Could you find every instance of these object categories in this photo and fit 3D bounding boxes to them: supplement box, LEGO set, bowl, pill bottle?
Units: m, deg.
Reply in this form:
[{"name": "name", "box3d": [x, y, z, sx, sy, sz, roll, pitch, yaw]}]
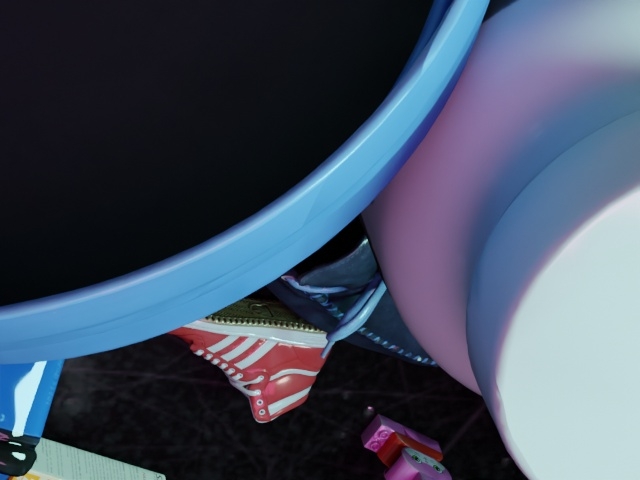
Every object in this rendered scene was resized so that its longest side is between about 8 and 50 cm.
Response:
[{"name": "supplement box", "box3d": [-0.146, 0.157, 1.086, 0.098, 0.036, 0.062, 20, 116, -23]}, {"name": "LEGO set", "box3d": [0.109, 0.207, 1.139, 0.227, 0.093, 0.087, 28, 112, -26]}, {"name": "bowl", "box3d": [-0.115, -0.132, 0.725, 0.391, 0.391, 0.077, -20, 153, 1]}, {"name": "pill bottle", "box3d": [0.112, -0.052, 0.816, 0.210, 0.363, 0.210, -6, 123, -9]}]

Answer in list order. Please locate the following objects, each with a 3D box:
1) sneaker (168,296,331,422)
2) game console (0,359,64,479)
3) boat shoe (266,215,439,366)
[{"name": "sneaker", "box3d": [-0.052, 0.065, 1.046, 0.118, 0.042, 0.067, 10, 115, -20]}, {"name": "game console", "box3d": [-0.295, 0.034, 0.985, 0.293, 0.173, 0.250, 18, 85, -22]}, {"name": "boat shoe", "box3d": [0.000, 0.000, 0.975, 0.258, 0.089, 0.109, 31, 90, -29]}]
